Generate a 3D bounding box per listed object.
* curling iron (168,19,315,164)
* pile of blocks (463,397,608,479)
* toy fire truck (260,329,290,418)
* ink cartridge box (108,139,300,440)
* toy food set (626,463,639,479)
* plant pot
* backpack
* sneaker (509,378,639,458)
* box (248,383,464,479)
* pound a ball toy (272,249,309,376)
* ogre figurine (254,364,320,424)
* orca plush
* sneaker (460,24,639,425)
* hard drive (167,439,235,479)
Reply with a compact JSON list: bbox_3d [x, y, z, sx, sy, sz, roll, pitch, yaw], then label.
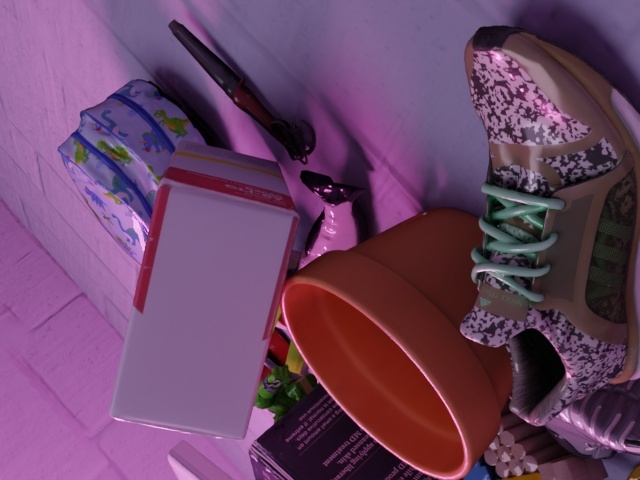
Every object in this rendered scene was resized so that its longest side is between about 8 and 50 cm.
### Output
[{"bbox_3d":[-0.105,-0.207,1.147,0.274,0.035,0.068,45,152,10],"label":"curling iron"},{"bbox_3d":[0.227,0.259,1.131,0.362,0.112,0.149,39,118,36],"label":"pile of blocks"},{"bbox_3d":[-0.154,0.299,1.834,0.302,0.169,0.254,22,148,49],"label":"toy fire truck"},{"bbox_3d":[-0.145,0.038,1.093,0.160,0.279,0.385,12,-168,-9],"label":"ink cartridge box"},{"bbox_3d":[0.416,0.314,0.943,0.128,0.071,0.218,49,157,3],"label":"toy food set"},{"bbox_3d":[0.121,0.098,0.983,0.291,0.203,0.291,39,154,23],"label":"plant pot"},{"bbox_3d":[-0.272,-0.090,1.403,0.290,0.273,0.356,44,145,31],"label":"backpack"},{"bbox_3d":[0.327,0.208,0.954,0.132,0.086,0.228,50,162,-29],"label":"sneaker"},{"bbox_3d":[0.169,0.487,1.324,0.471,0.297,0.480,36,149,30],"label":"box"},{"bbox_3d":[-0.018,0.146,1.444,0.208,0.136,0.319,17,150,0],"label":"pound a ball toy"},{"bbox_3d":[-0.037,0.262,1.423,0.118,0.197,0.097,-29,71,36],"label":"ogre figurine"},{"bbox_3d":[0.000,0.000,1.191,0.287,0.151,0.102,77,177,-48],"label":"orca plush"},{"bbox_3d":[0.195,0.013,0.748,0.158,0.182,0.410,18,141,51],"label":"sneaker"},{"bbox_3d":[-0.097,0.485,1.362,0.353,0.047,0.233,24,142,42],"label":"hard drive"}]
